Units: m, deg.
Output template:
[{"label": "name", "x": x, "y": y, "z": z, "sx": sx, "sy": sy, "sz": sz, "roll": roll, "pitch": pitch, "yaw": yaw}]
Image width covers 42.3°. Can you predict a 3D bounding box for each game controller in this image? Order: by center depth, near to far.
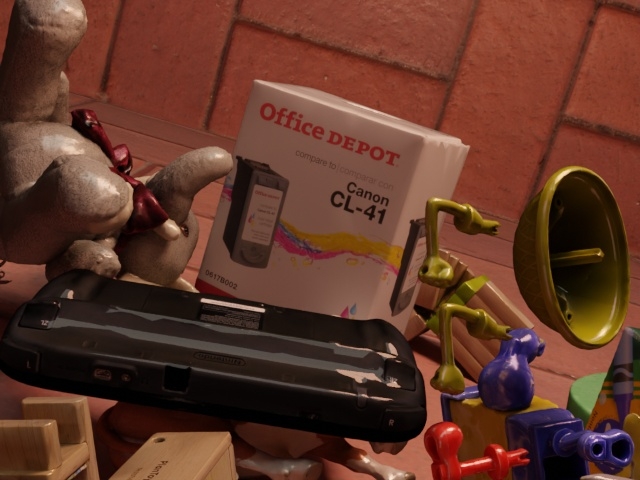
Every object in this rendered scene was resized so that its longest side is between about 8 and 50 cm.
[{"label": "game controller", "x": -0.076, "y": 0.086, "z": 0.645, "sx": 0.318, "sy": 0.067, "sz": 0.166, "roll": 11, "pitch": 9, "yaw": -4}]

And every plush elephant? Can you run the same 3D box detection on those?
[{"label": "plush elephant", "x": -0.212, "y": -0.036, "z": 0.854, "sx": 0.255, "sy": 0.330, "sz": 0.272, "roll": 5, "pitch": 47, "yaw": -40}]

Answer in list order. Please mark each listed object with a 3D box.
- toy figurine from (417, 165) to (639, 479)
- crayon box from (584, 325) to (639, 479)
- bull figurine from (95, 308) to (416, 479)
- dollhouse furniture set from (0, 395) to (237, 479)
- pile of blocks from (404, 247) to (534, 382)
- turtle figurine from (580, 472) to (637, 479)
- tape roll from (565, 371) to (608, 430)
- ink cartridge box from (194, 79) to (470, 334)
[{"label": "toy figurine", "x": 0.127, "y": 0.144, "z": 0.635, "sx": 0.191, "sy": 0.363, "sz": 0.217, "roll": -7, "pitch": -5, "yaw": -20}, {"label": "crayon box", "x": 0.325, "y": 0.225, "z": 0.631, "sx": 0.083, "sy": 0.203, "sz": 0.323, "roll": 11, "pitch": 15, "yaw": -22}, {"label": "bull figurine", "x": -0.029, "y": 0.151, "z": 0.702, "sx": 0.310, "sy": 0.101, "sz": 0.188, "roll": -13, "pitch": 32, "yaw": -43}, {"label": "dollhouse furniture set", "x": -0.165, "y": 0.193, "z": 0.419, "sx": 0.241, "sy": 0.161, "sz": 0.212, "roll": -3, "pitch": 9, "yaw": 13}, {"label": "pile of blocks", "x": 0.133, "y": 0.064, "z": 1.167, "sx": 0.362, "sy": 0.149, "sz": 0.112, "roll": 22, "pitch": 15, "yaw": 25}, {"label": "turtle figurine", "x": 0.311, "y": 0.083, "z": 0.342, "sx": 0.266, "sy": 0.198, "sz": 0.274, "roll": 6, "pitch": 11, "yaw": -19}, {"label": "tape roll", "x": 0.430, "y": 0.228, "z": 0.900, "sx": 0.321, "sy": 0.077, "sz": 0.321, "roll": 8, "pitch": 8, "yaw": -1}, {"label": "ink cartridge box", "x": 0.000, "y": 0.000, "z": 0.923, "sx": 0.226, "sy": 0.307, "sz": 0.131, "roll": 23, "pitch": 15, "yaw": 26}]
